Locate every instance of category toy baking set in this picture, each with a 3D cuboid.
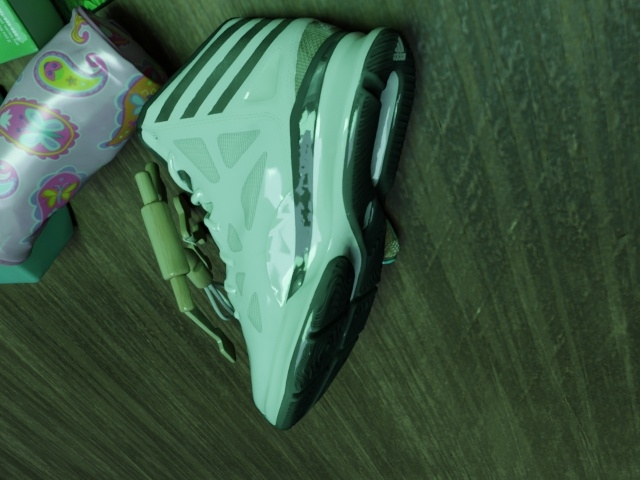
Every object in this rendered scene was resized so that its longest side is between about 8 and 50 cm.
[{"bbox_3d":[-0.152,0.026,0.631,0.030,0.256,0.197,-22,168,4],"label":"toy baking set"}]

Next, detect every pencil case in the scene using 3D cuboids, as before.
[{"bbox_3d":[-0.290,-0.105,0.548,0.124,0.124,0.284,41,101,-18],"label":"pencil case"}]

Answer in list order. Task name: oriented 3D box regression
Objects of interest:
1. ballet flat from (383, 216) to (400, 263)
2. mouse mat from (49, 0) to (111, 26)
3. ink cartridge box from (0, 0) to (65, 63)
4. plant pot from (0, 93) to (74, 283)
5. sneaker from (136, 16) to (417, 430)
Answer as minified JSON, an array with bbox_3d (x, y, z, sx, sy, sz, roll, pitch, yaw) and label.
[{"bbox_3d":[0.000,0.000,0.667,0.207,0.073,0.067,-7,101,19],"label":"ballet flat"},{"bbox_3d":[-0.268,-0.323,0.501,0.153,0.007,0.189,-15,125,28],"label":"mouse mat"},{"bbox_3d":[-0.401,-0.242,0.510,0.209,0.086,0.153,-14,131,9],"label":"ink cartridge box"},{"bbox_3d":[-0.467,-0.052,0.697,0.166,0.165,0.234,-3,135,20],"label":"plant pot"},{"bbox_3d":[-0.068,-0.018,0.577,0.258,0.169,0.446,21,115,23],"label":"sneaker"}]
